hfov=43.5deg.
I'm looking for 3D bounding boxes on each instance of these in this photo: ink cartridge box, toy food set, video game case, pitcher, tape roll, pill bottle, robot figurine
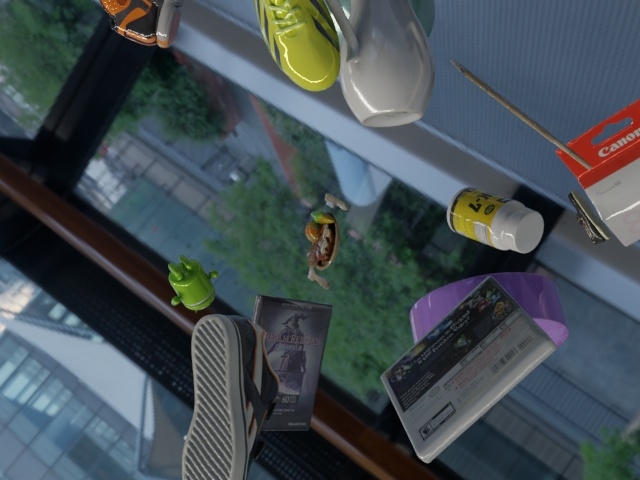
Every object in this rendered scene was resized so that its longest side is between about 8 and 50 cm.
[{"bbox_3d":[0.535,-0.112,1.340,0.232,0.189,0.066,37,-149,-35],"label":"ink cartridge box"},{"bbox_3d":[0.000,0.000,1.689,0.038,0.192,0.132,8,-170,-24],"label":"toy food set"},{"bbox_3d":[0.163,0.142,0.929,0.022,0.190,0.173,43,-172,-22],"label":"video game case"},{"bbox_3d":[-0.076,0.258,1.669,0.196,0.274,0.026,12,180,-41],"label":"video game case"},{"bbox_3d":[0.065,-0.261,1.043,0.177,0.207,0.125,-1,173,-45],"label":"pitcher"},{"bbox_3d":[0.304,0.155,1.463,0.275,0.274,0.090,62,-162,-62],"label":"tape roll"},{"bbox_3d":[0.406,-0.046,1.864,0.208,0.119,0.119,25,162,50],"label":"pill bottle"},{"bbox_3d":[-0.240,0.083,1.504,0.067,0.101,0.115,33,154,49],"label":"robot figurine"}]

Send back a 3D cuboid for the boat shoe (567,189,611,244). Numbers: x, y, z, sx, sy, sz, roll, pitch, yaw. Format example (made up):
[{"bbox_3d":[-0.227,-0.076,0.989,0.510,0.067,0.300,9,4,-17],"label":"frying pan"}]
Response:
[{"bbox_3d":[0.577,-0.050,1.745,0.042,0.049,0.133,-33,96,39],"label":"boat shoe"}]

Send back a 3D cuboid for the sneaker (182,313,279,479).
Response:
[{"bbox_3d":[-0.133,0.280,1.271,0.126,0.321,0.127,1,175,37],"label":"sneaker"}]

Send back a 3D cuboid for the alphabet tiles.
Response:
[{"bbox_3d":[0.294,-0.187,1.183,0.237,0.009,0.198,35,-164,-7],"label":"alphabet tiles"}]

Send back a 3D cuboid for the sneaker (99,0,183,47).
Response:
[{"bbox_3d":[-0.351,-0.559,1.595,0.180,0.321,0.124,15,-176,-2],"label":"sneaker"}]

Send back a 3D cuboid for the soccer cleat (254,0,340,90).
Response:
[{"bbox_3d":[-0.051,-0.323,0.981,0.121,0.093,0.289,-18,-89,-82],"label":"soccer cleat"}]

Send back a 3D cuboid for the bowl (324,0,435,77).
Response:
[{"bbox_3d":[0.043,-0.443,1.340,0.311,0.311,0.163,35,159,19],"label":"bowl"}]
